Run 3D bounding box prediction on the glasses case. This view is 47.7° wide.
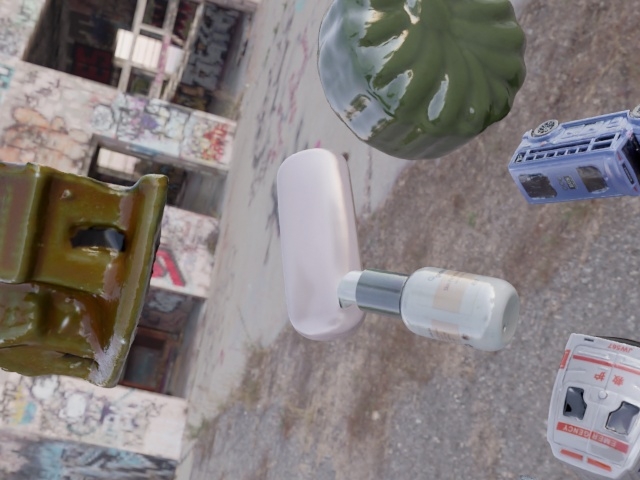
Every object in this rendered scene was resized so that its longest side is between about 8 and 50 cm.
[{"bbox_3d":[0.000,0.000,1.058,0.075,0.113,0.296,65,-162,-66],"label":"glasses case"}]

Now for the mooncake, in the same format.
[{"bbox_3d":[0.167,-0.313,1.218,0.187,0.351,0.351,157,127,-68],"label":"mooncake"}]

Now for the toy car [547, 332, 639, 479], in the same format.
[{"bbox_3d":[0.253,0.156,0.585,0.089,0.210,0.108,9,68,39],"label":"toy car"}]

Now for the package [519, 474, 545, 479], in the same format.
[{"bbox_3d":[0.275,0.326,0.905,0.015,0.037,0.110,-64,-39,-38],"label":"package"}]

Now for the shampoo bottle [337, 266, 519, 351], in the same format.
[{"bbox_3d":[0.107,0.062,0.756,0.074,0.192,0.074,-20,-65,-52],"label":"shampoo bottle"}]

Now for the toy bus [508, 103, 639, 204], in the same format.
[{"bbox_3d":[0.482,-0.142,1.256,0.292,0.125,0.133,-4,41,52],"label":"toy bus"}]

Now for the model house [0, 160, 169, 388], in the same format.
[{"bbox_3d":[-0.307,0.033,0.788,0.173,0.239,0.268,-155,77,-71],"label":"model house"}]
